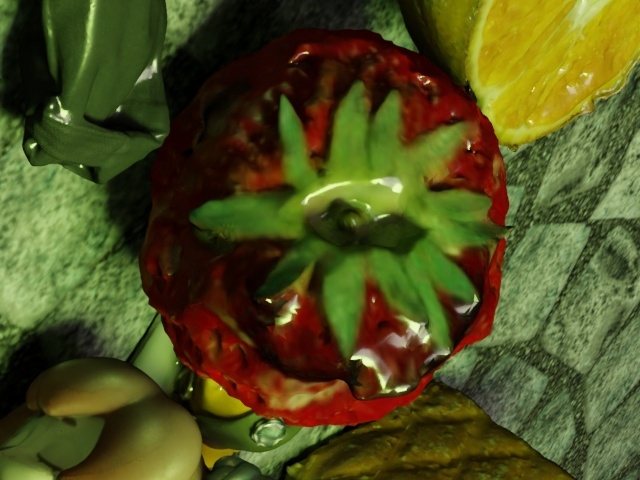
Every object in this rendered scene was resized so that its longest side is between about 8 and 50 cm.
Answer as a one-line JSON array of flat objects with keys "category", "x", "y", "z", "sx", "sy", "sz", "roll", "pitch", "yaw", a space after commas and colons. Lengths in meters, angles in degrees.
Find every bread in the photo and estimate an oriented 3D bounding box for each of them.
[{"category": "bread", "x": 0.119, "y": 0.328, "z": 1.798, "sx": 0.279, "sy": 0.279, "sz": 0.207, "roll": -26, "pitch": 142, "yaw": -45}]

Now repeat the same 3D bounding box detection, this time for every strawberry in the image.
[{"category": "strawberry", "x": -0.008, "y": -0.002, "z": 1.295, "sx": 0.292, "sy": 0.291, "sz": 0.310, "roll": -38, "pitch": -172, "yaw": -28}]

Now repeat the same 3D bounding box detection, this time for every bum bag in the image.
[{"category": "bum bag", "x": -0.144, "y": -0.169, "z": 1.083, "sx": 0.142, "sy": 0.080, "sz": 0.326, "roll": -36, "pitch": 144, "yaw": -43}]

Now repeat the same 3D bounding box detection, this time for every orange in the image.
[{"category": "orange", "x": 0.180, "y": -0.214, "z": 1.338, "sx": 0.274, "sy": 0.274, "sz": 0.310, "roll": -54, "pitch": -174, "yaw": -1}]

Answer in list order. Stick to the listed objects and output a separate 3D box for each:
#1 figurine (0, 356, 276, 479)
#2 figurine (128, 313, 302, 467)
[{"category": "figurine", "x": -0.209, "y": 0.235, "z": 1.259, "sx": 0.388, "sy": 0.277, "sz": 0.248, "roll": -32, "pitch": 121, "yaw": -38}, {"category": "figurine", "x": -0.069, "y": 0.151, "z": 1.468, "sx": 0.166, "sy": 0.141, "sz": 0.250, "roll": -31, "pitch": 144, "yaw": -38}]
